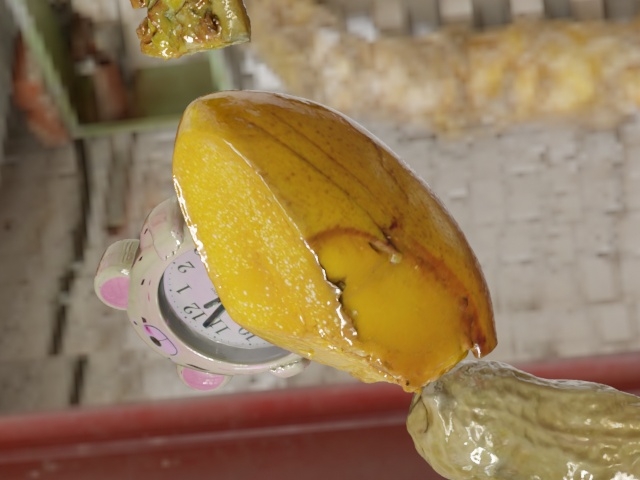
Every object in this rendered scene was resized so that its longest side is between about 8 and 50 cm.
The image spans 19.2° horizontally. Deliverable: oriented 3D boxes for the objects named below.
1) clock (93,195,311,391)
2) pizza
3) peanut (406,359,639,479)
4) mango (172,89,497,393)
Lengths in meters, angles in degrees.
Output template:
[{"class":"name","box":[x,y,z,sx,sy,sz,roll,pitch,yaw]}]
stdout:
[{"class":"clock","box":[-0.102,0.054,2.323,0.284,0.309,0.114,47,-147,-27]},{"class":"pizza","box":[-0.137,-0.229,1.854,0.046,0.175,0.134,-8,-52,-46]},{"class":"peanut","box":[0.233,0.217,2.018,0.159,0.291,0.143,112,168,-52]},{"class":"mango","box":[0.000,0.000,1.675,0.350,0.201,0.199,47,-162,-19]}]
